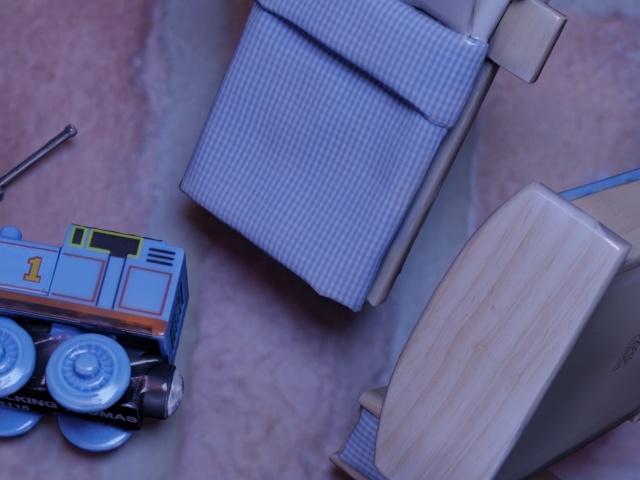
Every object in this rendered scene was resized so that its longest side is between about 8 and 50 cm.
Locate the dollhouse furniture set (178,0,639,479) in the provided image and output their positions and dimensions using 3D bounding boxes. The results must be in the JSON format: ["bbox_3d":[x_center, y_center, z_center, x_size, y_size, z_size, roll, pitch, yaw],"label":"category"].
[{"bbox_3d":[0.000,0.000,0.839,0.303,0.198,0.286,37,115,22],"label":"dollhouse furniture set"}]

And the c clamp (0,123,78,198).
[{"bbox_3d":[-0.235,-0.069,0.999,0.137,0.022,0.161,-42,79,-9],"label":"c clamp"}]

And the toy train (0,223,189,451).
[{"bbox_3d":[-0.155,0.042,0.936,0.184,0.080,0.105,10,63,4],"label":"toy train"}]
